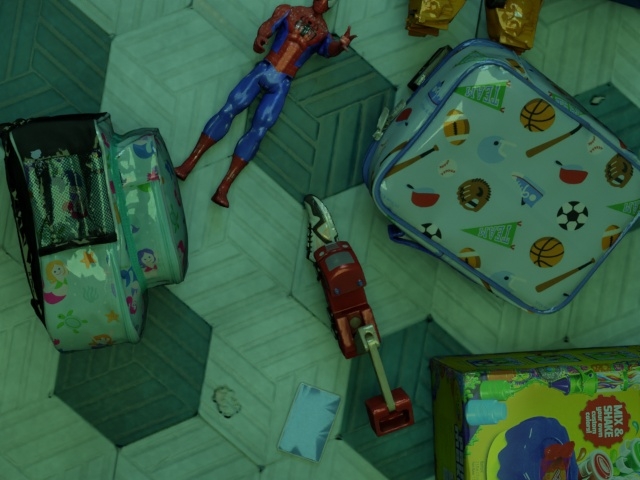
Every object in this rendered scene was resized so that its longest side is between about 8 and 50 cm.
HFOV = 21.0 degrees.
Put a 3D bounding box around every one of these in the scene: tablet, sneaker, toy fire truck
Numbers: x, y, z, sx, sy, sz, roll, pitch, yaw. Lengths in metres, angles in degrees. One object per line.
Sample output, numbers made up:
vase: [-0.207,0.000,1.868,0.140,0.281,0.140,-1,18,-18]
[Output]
tablet: [-0.013,0.212,2.006,0.054,0.006,0.083,20,88,-7]
sneaker: [0.000,0.000,1.983,0.043,0.040,0.109,-21,94,-4]
toy fire truck: [0.047,0.108,1.938,0.047,0.135,0.192,-19,119,-7]

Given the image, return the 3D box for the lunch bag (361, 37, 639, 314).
lunch bag: [0.200,-0.067,1.936,0.303,0.115,0.243,34,104,-19]

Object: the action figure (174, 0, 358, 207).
action figure: [-0.055,-0.173,1.926,0.091,0.139,0.280,33,85,-9]

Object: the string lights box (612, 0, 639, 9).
string lights box: [0.324,-0.342,1.930,0.259,0.077,0.133,6,92,-43]

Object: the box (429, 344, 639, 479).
box: [0.281,0.275,1.962,0.279,0.177,0.290,-3,92,-8]

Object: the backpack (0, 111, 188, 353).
backpack: [-0.240,-0.009,1.862,0.191,0.225,0.253,-4,96,-2]

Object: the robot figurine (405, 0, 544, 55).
robot figurine: [0.183,-0.364,1.952,0.211,0.085,0.291,12,79,-16]

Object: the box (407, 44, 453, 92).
box: [0.152,-0.175,1.991,0.083,0.052,0.062,43,87,-6]
